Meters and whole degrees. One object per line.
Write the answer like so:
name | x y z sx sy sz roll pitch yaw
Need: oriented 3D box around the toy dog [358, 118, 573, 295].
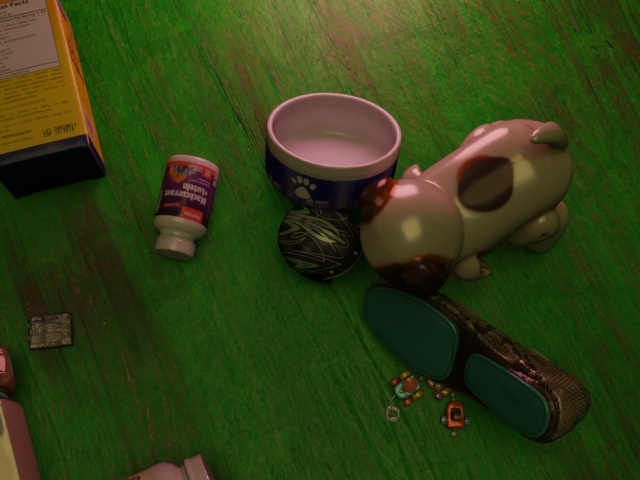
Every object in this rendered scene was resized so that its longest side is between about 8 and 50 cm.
toy dog | 0.263 -0.044 1.816 0.408 0.395 0.285 -27 87 -21

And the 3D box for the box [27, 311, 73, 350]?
box | -0.531 0.178 1.914 0.083 0.018 0.067 -7 76 -4

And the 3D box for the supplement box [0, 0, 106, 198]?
supplement box | -0.573 -0.296 1.944 0.194 0.195 0.357 -14 77 -6

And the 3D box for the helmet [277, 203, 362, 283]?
helmet | 0.000 0.000 1.909 0.169 0.161 0.169 1 76 -2

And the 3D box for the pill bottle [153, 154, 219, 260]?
pill bottle | -0.272 -0.063 1.942 0.108 0.108 0.193 10 76 0

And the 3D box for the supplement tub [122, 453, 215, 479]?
supplement tub | -0.318 0.539 1.719 0.325 0.235 0.235 -25 78 -9

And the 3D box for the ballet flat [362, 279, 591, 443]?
ballet flat | 0.297 0.214 1.843 0.182 0.164 0.483 -12 33 -44

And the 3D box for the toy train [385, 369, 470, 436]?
toy train | 0.213 0.313 1.898 0.166 0.046 0.125 7 75 -1

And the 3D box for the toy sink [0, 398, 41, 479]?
toy sink | -0.600 0.425 1.780 0.131 0.153 0.234 -17 78 -6

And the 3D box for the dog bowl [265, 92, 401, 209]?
dog bowl | 0.023 -0.179 1.921 0.265 0.104 0.265 4 40 -4

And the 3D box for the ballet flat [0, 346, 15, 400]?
ballet flat | -0.740 0.251 1.836 0.342 0.116 0.124 -6 62 6
